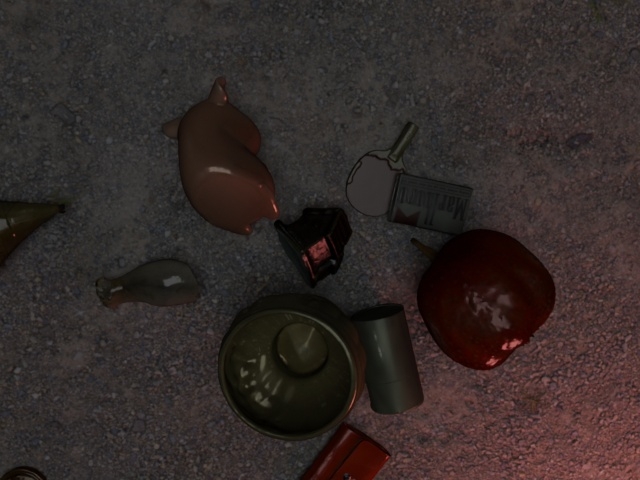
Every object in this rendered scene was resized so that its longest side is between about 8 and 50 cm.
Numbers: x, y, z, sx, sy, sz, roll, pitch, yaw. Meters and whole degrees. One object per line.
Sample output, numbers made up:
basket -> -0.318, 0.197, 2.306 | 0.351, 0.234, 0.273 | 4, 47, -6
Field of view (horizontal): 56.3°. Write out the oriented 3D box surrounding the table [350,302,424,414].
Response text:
table -> 0.152, 0.267, 1.356 | 0.126, 0.126, 0.220 | -13, 97, -2

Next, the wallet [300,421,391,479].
wallet -> 0.052, 0.550, 1.421 | 0.142, 0.045, 0.204 | 36, 93, -7

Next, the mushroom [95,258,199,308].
mushroom -> -0.382, 0.101, 1.320 | 0.225, 0.093, 0.116 | -5, 117, -8

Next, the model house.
model house -> 0.002, 0.005, 1.343 | 0.152, 0.106, 0.165 | -32, 133, -11

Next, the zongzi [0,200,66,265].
zongzi -> -0.685, 0.019, 1.290 | 0.255, 0.115, 0.228 | 2, 100, -15

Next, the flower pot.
flower pot -> -0.050, 0.247, 1.266 | 0.307, 0.244, 0.308 | 1, 98, 9

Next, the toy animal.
toy animal -> -0.195, -0.170, 1.250 | 0.195, 0.256, 0.213 | -34, 140, 25

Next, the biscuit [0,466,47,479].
biscuit -> -0.694, 0.610, 1.385 | 0.124, 0.026, 0.175 | 12, 95, -5

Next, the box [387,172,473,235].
box -> 0.251, -0.082, 1.365 | 0.177, 0.036, 0.115 | 10, 99, -10

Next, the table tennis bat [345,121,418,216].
table tennis bat -> 0.150, -0.165, 1.364 | 0.131, 0.022, 0.234 | 31, 94, -7

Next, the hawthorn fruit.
hawthorn fruit -> 0.324, 0.103, 1.299 | 0.330, 0.287, 0.287 | 42, 92, 8
